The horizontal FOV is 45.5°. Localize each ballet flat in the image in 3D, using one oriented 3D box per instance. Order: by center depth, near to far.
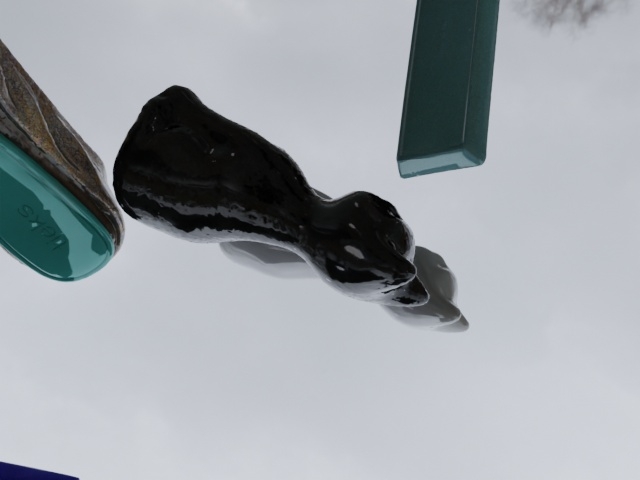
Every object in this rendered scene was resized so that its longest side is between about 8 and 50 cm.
[{"bbox_3d":[-0.227,-0.096,0.448,0.108,0.316,0.106,-21,-134,6],"label":"ballet flat"}]

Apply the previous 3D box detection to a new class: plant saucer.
[{"bbox_3d":[0.088,-0.137,0.520,0.067,0.191,0.018,-7,157,42],"label":"plant saucer"}]

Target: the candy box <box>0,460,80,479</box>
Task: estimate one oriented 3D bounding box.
[{"bbox_3d":[-0.334,0.245,0.435,0.318,0.122,0.268,15,-146,-10],"label":"candy box"}]

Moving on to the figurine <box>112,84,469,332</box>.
[{"bbox_3d":[0.000,0.000,0.526,0.210,0.092,0.215,27,177,26],"label":"figurine"}]
